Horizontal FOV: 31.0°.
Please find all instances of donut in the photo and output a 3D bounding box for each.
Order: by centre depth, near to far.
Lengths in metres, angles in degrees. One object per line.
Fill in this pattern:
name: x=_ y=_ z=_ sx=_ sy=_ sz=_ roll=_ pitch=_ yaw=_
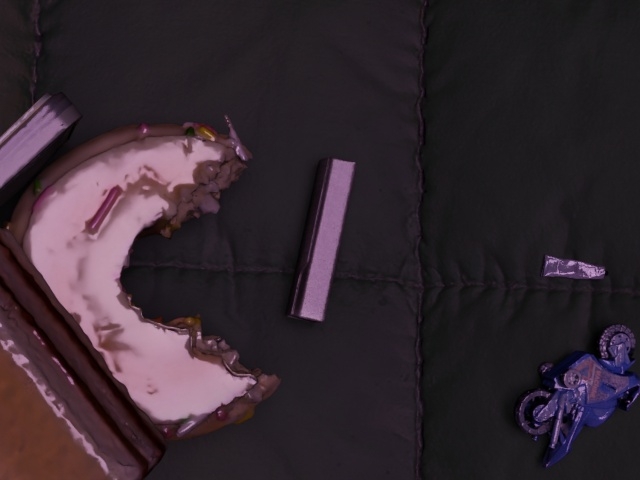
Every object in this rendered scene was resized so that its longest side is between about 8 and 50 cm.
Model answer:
donut: x=-0.216 y=0.052 z=1.361 sx=0.307 sy=0.150 sz=0.371 roll=-7 pitch=84 yaw=-11

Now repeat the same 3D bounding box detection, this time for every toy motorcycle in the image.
toy motorcycle: x=0.349 y=0.203 z=1.526 sx=0.205 sy=0.076 sz=0.114 roll=-36 pitch=101 yaw=-12

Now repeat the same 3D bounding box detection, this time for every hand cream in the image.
hand cream: x=0.345 y=0.040 z=1.566 sx=0.093 sy=0.019 sz=0.030 roll=8 pitch=85 yaw=-5

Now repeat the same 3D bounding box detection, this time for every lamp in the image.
lamp: x=-0.377 y=-0.047 z=1.277 sx=0.047 sy=0.269 sz=0.266 roll=45 pitch=78 yaw=-10

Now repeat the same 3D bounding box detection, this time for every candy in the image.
candy: x=-0.325 y=0.166 z=1.215 sx=0.179 sy=0.135 sz=0.321 roll=-37 pitch=88 yaw=19

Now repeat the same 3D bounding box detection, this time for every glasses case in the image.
glasses case: x=0.000 y=0.000 z=1.461 sx=0.047 sy=0.071 sz=0.205 roll=14 pitch=83 yaw=-8
